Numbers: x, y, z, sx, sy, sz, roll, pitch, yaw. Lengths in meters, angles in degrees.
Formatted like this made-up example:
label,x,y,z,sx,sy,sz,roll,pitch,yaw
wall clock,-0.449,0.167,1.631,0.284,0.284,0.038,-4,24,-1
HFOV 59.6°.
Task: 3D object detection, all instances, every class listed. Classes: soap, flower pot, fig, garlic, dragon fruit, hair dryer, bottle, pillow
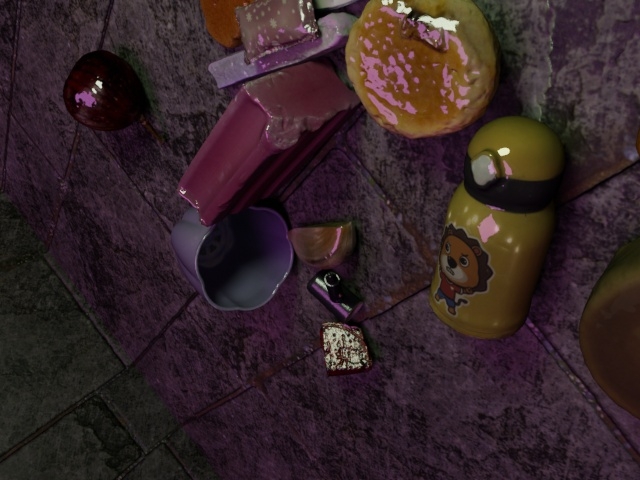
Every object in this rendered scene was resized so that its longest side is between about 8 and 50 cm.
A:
label,x,y,z,sx,sy,sz,roll,pitch,yaw
soap,-0.110,-0.183,1.103,0.128,0.233,0.359,55,140,2
flower pot,-0.241,0.020,1.372,0.243,0.265,0.265,17,129,47
fig,-0.527,-0.357,1.433,0.249,0.186,0.204,35,119,11
garlic,0.008,0.013,1.247,0.195,0.087,0.101,-4,101,49
dragon fruit,0.061,0.277,1.392,0.127,0.121,0.161,0,157,0
hair dryer,0.022,0.096,1.227,0.128,0.070,0.255,41,169,19
bottle,0.278,-0.024,0.885,0.171,0.171,0.351,25,132,30
pillow,-0.085,-0.388,0.990,0.185,0.043,0.118,-8,93,40

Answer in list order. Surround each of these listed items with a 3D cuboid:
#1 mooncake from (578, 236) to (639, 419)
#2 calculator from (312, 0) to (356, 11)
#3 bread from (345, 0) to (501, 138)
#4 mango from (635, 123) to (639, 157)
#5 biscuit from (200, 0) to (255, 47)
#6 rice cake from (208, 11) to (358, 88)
label,x,y,z,sx,sy,sz,roll,pitch,yaw
mooncake,0.517,0.120,0.765,0.284,0.155,0.284,24,130,32
calculator,-0.012,-0.482,0.943,0.268,0.040,0.177,14,126,39
bread,0.160,-0.277,0.852,0.244,0.134,0.244,21,129,30
mango,0.482,-0.113,0.656,0.166,0.136,0.236,-35,86,36
biscuit,-0.170,-0.528,1.049,0.202,0.047,0.334,41,142,25
rice cake,-0.087,-0.360,1.080,0.399,0.070,0.064,-1,112,44
